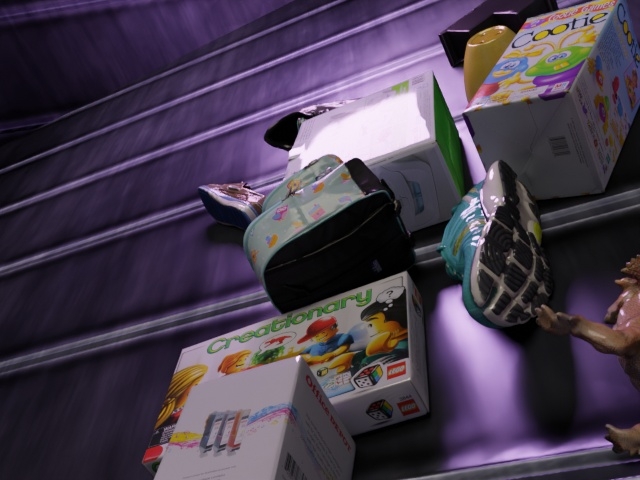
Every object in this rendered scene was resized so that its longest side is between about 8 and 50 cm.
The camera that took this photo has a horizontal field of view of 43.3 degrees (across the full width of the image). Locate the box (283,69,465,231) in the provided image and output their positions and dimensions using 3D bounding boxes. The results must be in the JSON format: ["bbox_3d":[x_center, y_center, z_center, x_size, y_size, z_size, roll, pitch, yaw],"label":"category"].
[{"bbox_3d":[0.079,-0.115,1.176,0.231,0.127,0.262,-20,28,17],"label":"box"}]

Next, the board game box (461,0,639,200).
[{"bbox_3d":[0.318,-0.189,1.061,0.142,0.144,0.275,-6,33,39],"label":"board game box"}]

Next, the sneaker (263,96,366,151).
[{"bbox_3d":[0.027,-0.184,1.343,0.267,0.101,0.106,-8,2,33],"label":"sneaker"}]

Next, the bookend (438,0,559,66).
[{"bbox_3d":[0.331,-0.387,1.484,0.156,0.072,0.157,-38,28,-16],"label":"bookend"}]

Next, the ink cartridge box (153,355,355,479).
[{"bbox_3d":[-0.057,0.215,0.712,0.127,0.128,0.176,-18,27,21],"label":"ink cartridge box"}]

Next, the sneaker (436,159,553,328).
[{"bbox_3d":[0.188,0.016,0.902,0.110,0.107,0.275,-37,15,28],"label":"sneaker"}]

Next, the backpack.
[{"bbox_3d":[0.000,0.000,0.988,0.188,0.166,0.144,-37,49,-6],"label":"backpack"}]

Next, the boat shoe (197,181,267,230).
[{"bbox_3d":[-0.144,-0.064,1.382,0.066,0.066,0.183,-35,36,-24],"label":"boat shoe"}]

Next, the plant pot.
[{"bbox_3d":[0.291,-0.297,1.334,0.134,0.095,0.134,-23,26,12],"label":"plant pot"}]

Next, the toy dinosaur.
[{"bbox_3d":[0.311,0.079,0.621,0.200,0.127,0.295,-31,31,-21],"label":"toy dinosaur"}]

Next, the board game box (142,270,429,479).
[{"bbox_3d":[-0.033,0.151,0.888,0.305,0.053,0.193,-21,27,15],"label":"board game box"}]
